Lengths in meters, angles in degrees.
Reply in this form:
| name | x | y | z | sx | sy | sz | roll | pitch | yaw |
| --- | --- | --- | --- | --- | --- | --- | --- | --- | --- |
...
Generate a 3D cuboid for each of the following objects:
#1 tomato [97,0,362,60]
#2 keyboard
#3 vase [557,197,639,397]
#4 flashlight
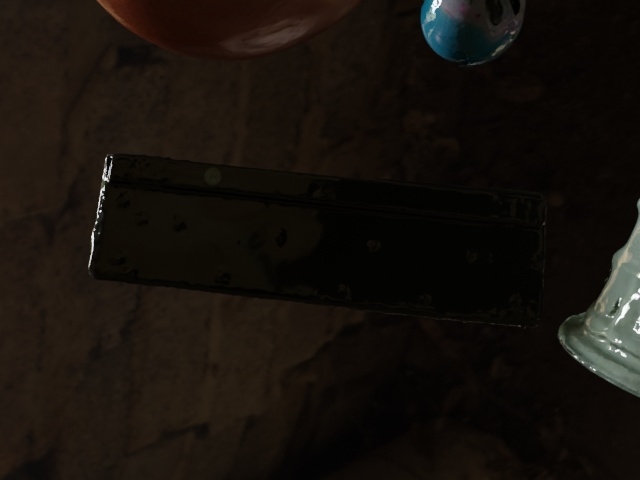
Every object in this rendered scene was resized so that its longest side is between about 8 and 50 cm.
| name | x | y | z | sx | sy | sz | roll | pitch | yaw |
| --- | --- | --- | --- | --- | --- | --- | --- | --- | --- |
| tomato | -0.056 | -0.236 | 0.738 | 0.224 | 0.256 | 0.256 | -22 | 88 | 22 |
| keyboard | 0.000 | 0.000 | 0.652 | 0.023 | 0.231 | 0.072 | 100 | 176 | -74 |
| vase | 0.223 | -0.070 | 0.598 | 0.143 | 0.143 | 0.299 | 24 | 105 | 35 |
| flashlight | 0.044 | -0.136 | 0.591 | 0.129 | 0.051 | 0.051 | 50 | 131 | 13 |
